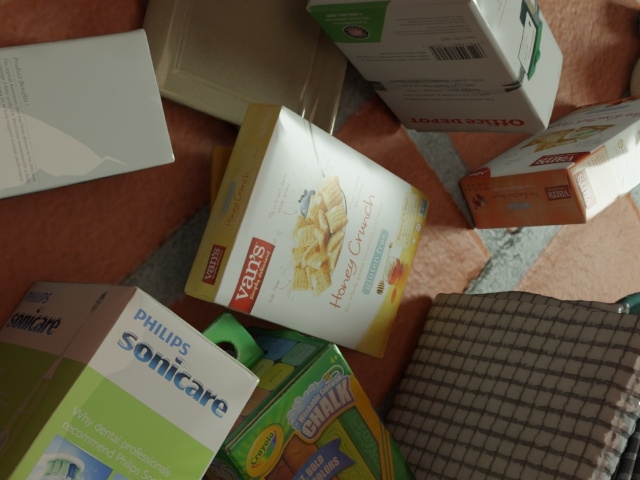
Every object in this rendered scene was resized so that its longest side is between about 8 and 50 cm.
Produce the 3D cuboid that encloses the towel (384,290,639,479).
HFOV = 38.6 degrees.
[{"bbox_3d":[0.192,0.171,0.859,0.121,0.283,0.235,37,70,-29],"label":"towel"}]

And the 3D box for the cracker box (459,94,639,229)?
[{"bbox_3d":[0.289,-0.091,1.008,0.232,0.155,0.067,-32,106,-31],"label":"cracker box"}]

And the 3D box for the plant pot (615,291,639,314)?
[{"bbox_3d":[0.523,0.234,1.054,0.341,0.334,0.341,1,89,-35],"label":"plant pot"}]

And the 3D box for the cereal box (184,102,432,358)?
[{"bbox_3d":[0.000,0.000,0.830,0.240,0.047,0.173,24,82,-48],"label":"cereal box"}]

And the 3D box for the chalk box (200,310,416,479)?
[{"bbox_3d":[-0.040,0.162,0.783,0.132,0.132,0.213,-43,116,-27],"label":"chalk box"}]

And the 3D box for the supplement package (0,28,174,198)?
[{"bbox_3d":[-0.219,-0.088,0.691,0.179,0.105,0.105,-16,97,-33],"label":"supplement package"}]

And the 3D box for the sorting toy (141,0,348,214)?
[{"bbox_3d":[-0.067,-0.189,0.836,0.196,0.047,0.348,17,79,-29],"label":"sorting toy"}]

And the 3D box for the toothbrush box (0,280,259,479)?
[{"bbox_3d":[-0.203,0.175,0.634,0.122,0.206,0.283,41,67,-27],"label":"toothbrush box"}]

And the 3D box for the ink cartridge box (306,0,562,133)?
[{"bbox_3d":[0.115,-0.190,0.850,0.219,0.160,0.093,39,63,-53],"label":"ink cartridge box"}]

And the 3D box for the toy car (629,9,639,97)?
[{"bbox_3d":[0.535,-0.194,1.130,0.210,0.238,0.219,3,87,-34],"label":"toy car"}]
